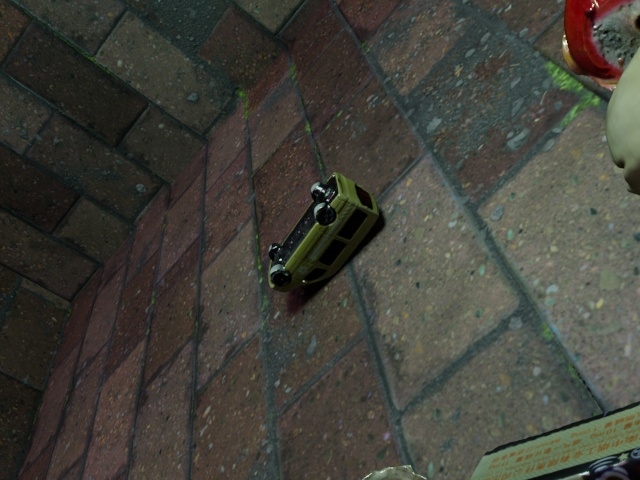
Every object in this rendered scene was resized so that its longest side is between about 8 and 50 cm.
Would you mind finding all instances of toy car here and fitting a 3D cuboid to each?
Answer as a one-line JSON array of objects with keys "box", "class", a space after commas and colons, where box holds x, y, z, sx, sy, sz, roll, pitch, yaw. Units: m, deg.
[{"box": [0.000, 0.000, 1.317, 0.257, 0.124, 0.101, -54, 23, 25], "class": "toy car"}]

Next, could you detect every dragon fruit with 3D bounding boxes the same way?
[{"box": [0.412, -0.286, 0.846, 0.224, 0.224, 0.227, -24, 24, 48], "class": "dragon fruit"}]

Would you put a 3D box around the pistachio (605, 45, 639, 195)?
[{"box": [0.416, -0.157, 0.686, 0.226, 0.208, 0.332, -36, -13, -40], "class": "pistachio"}]

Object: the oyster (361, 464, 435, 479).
[{"box": [0.088, 0.343, 0.747, 0.341, 0.110, 0.166, -34, 37, 32], "class": "oyster"}]

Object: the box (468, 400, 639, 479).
[{"box": [0.275, 0.206, 0.468, 0.310, 0.198, 0.084, -35, -1, 37], "class": "box"}]
